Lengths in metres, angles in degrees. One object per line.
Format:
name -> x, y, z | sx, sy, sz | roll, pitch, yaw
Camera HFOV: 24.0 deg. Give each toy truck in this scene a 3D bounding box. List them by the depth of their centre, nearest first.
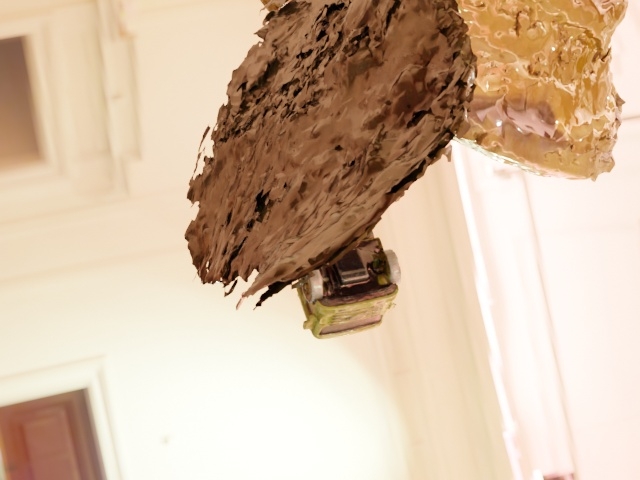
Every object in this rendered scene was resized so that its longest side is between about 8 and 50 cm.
toy truck -> 0.000, 0.000, 1.346 | 0.116, 0.085, 0.191 | 102, -29, -56

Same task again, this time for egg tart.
egg tart -> 0.094, -0.188, 1.024 | 0.150, 0.352, 0.352 | -48, -136, 26

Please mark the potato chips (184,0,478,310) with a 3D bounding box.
potato chips -> -0.007, -0.034, 0.447 | 0.142, 0.026, 0.209 | -50, -160, 32
